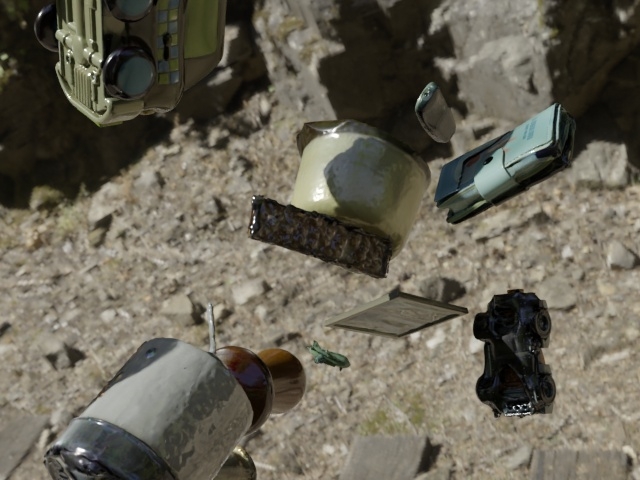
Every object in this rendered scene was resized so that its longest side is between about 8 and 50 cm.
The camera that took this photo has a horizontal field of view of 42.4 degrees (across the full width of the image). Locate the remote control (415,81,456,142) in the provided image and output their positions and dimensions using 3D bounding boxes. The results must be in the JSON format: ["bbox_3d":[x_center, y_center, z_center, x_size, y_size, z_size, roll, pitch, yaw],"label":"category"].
[{"bbox_3d":[0.246,-0.266,1.752,0.042,0.222,0.072,31,87,24],"label":"remote control"}]

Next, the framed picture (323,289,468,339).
[{"bbox_3d":[0.177,0.176,1.890,0.213,0.289,0.016,-26,63,33],"label":"framed picture"}]

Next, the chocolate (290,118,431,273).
[{"bbox_3d":[0.063,-0.085,1.926,0.326,0.314,0.297,8,61,40],"label":"chocolate"}]

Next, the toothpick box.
[{"bbox_3d":[-0.151,0.320,1.811,0.192,0.192,0.294,-10,-6,22],"label":"toothpick box"}]

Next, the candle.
[{"bbox_3d":[-0.187,0.218,1.047,0.187,0.187,0.330,0,37,35],"label":"candle"}]

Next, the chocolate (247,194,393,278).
[{"bbox_3d":[-0.002,-0.001,1.674,0.065,0.329,0.102,-31,46,57],"label":"chocolate"}]

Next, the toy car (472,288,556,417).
[{"bbox_3d":[0.464,0.263,1.934,0.193,0.118,0.301,-13,72,48],"label":"toy car"}]

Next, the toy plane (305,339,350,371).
[{"bbox_3d":[0.013,0.202,1.420,0.033,0.083,0.080,-64,8,-15],"label":"toy plane"}]

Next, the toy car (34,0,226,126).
[{"bbox_3d":[-0.197,-0.268,0.937,0.198,0.248,0.204,-18,38,-35],"label":"toy car"}]

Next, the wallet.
[{"bbox_3d":[0.325,-0.135,1.457,0.250,0.075,0.176,-29,20,33],"label":"wallet"}]

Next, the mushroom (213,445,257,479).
[{"bbox_3d":[-0.195,0.386,1.393,0.071,0.209,0.084,-30,60,29],"label":"mushroom"}]
